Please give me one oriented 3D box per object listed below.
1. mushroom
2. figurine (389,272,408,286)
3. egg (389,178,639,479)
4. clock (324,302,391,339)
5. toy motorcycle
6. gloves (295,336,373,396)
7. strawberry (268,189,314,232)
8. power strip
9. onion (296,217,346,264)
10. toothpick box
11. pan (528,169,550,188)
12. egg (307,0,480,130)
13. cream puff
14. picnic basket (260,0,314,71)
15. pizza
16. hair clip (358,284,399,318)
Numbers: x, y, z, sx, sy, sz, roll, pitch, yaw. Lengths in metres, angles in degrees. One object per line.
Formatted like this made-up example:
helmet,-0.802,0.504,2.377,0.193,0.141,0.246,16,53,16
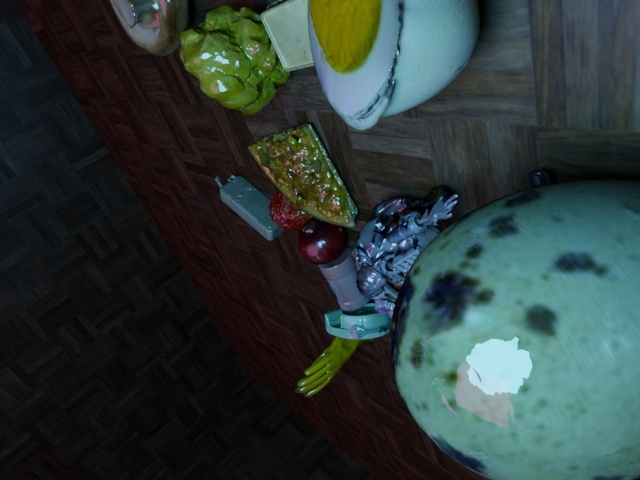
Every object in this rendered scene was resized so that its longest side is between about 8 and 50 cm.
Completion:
mushroom,-0.396,-0.565,1.077,0.278,0.146,0.278,30,140,29
figurine,0.224,0.071,0.998,0.195,0.111,0.102,19,127,56
egg,0.293,0.102,0.577,0.345,0.427,0.345,61,-175,-9
clock,0.127,0.216,1.284,0.210,0.159,0.066,0,99,50
toy motorcycle,0.160,-0.003,0.870,0.134,0.207,0.401,34,157,-15
gloves,0.031,0.352,1.445,0.116,0.294,0.133,27,147,38
strawberry,-0.078,-0.071,1.302,0.192,0.085,0.140,32,147,31
power strip,-0.219,-0.116,1.455,0.288,0.093,0.053,40,151,22
onion,0.000,0.000,1.218,0.131,0.131,0.131,38,152,25
toothpick box,0.067,0.102,1.277,0.098,0.098,0.149,12,135,53
pan,0.358,-0.014,0.730,0.136,0.028,0.235,16,141,49
egg,0.093,-0.302,0.630,0.264,0.174,0.286,108,141,-54
cream puff,-0.149,-0.349,0.916,0.194,0.221,0.195,1,92,28
picnic basket,-0.015,-0.363,0.810,0.164,0.079,0.115,16,140,51
pizza,-0.047,-0.142,1.164,0.268,0.087,0.257,57,157,-19
hair clip,0.223,0.173,1.161,0.292,0.085,0.106,25,163,34
